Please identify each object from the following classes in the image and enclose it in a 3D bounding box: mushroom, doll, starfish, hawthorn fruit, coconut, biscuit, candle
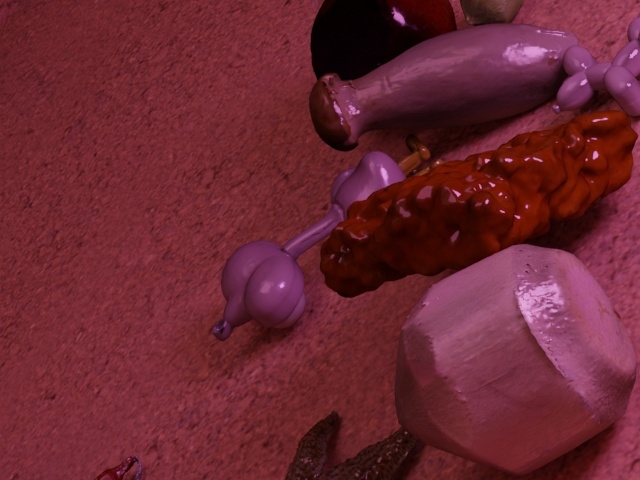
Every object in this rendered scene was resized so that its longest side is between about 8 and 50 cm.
[{"bbox_3d":[0.157,-0.199,2.097,0.350,0.128,0.128,-15,34,6],"label":"mushroom"},{"bbox_3d":[0.350,-0.206,1.961,0.161,0.059,0.160,-49,29,-7],"label":"doll"},{"bbox_3d":[-0.001,0.000,2.112,0.365,0.094,0.160,-43,31,3],"label":"doll"},{"bbox_3d":[-0.027,0.309,1.770,0.347,0.078,0.358,-35,30,22],"label":"starfish"},{"bbox_3d":[0.088,-0.281,2.252,0.215,0.215,0.250,-26,26,30],"label":"hawthorn fruit"},{"bbox_3d":[0.232,-0.327,2.249,0.096,0.088,0.088,-46,28,-19],"label":"coconut"},{"bbox_3d":[0.162,-0.038,1.798,0.318,0.110,0.312,-17,6,45],"label":"biscuit"},{"bbox_3d":[-0.286,0.335,2.089,0.162,0.053,0.048,-49,34,-13],"label":"candle"},{"bbox_3d":[0.177,0.119,1.607,0.234,0.224,0.224,-30,32,29],"label":"coconut"}]
